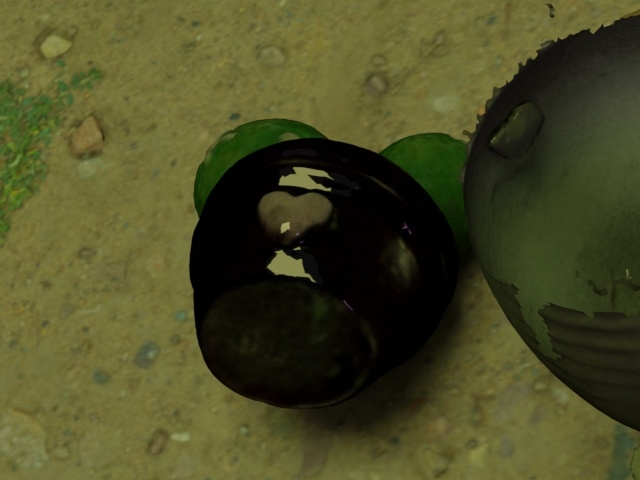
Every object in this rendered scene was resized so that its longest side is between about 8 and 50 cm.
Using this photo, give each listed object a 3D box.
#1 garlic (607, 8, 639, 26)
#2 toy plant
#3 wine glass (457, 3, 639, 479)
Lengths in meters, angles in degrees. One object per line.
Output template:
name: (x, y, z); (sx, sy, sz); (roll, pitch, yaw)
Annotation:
garlic: (0.230, -0.075, 1.183); (0.318, 0.112, 0.143); (-37, 74, -6)
toy plant: (0.000, 0.000, 1.232); (0.218, 0.175, 0.235); (0, 33, 19)
wine glass: (0.205, 0.040, 0.971); (0.190, 0.357, 0.190); (-12, 54, 17)
